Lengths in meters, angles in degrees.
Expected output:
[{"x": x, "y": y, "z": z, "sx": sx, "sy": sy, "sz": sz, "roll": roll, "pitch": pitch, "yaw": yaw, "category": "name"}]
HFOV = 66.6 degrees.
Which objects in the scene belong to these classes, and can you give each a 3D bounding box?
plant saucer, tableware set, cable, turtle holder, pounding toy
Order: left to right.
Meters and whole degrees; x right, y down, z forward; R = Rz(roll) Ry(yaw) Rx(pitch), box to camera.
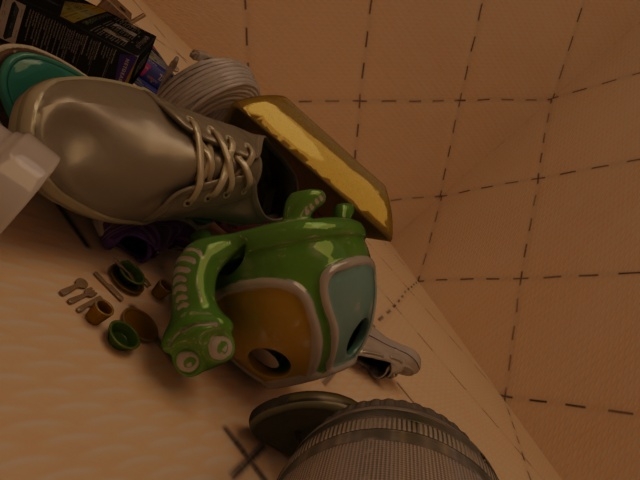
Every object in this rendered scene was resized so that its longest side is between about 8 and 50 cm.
[{"x": -0.525, "y": -0.552, "z": 1.238, "sx": 0.100, "sy": 0.130, "sz": 0.141, "roll": 40, "pitch": 13, "yaw": -35, "category": "pounding toy"}, {"x": -0.214, "y": 0.067, "z": 0.555, "sx": 0.104, "sy": 0.024, "sz": 0.154, "roll": 48, "pitch": 10, "yaw": -3, "category": "tableware set"}, {"x": -0.238, "y": -0.268, "z": 1.018, "sx": 0.089, "sy": 0.257, "sz": 0.257, "roll": 53, "pitch": 36, "yaw": 9, "category": "cable"}, {"x": -0.042, "y": 0.071, "z": 0.642, "sx": 0.320, "sy": 0.243, "sz": 0.228, "roll": 54, "pitch": 22, "yaw": -81, "category": "turtle holder"}, {"x": -0.026, "y": -0.138, "z": 0.911, "sx": 0.332, "sy": 0.081, "sz": 0.332, "roll": 40, "pitch": -8, "yaw": -14, "category": "plant saucer"}]

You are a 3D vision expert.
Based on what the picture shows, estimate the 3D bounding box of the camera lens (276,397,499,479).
[{"x": 0.048, "y": 0.265, "z": 0.353, "sx": 0.219, "sy": 0.219, "sz": 0.274, "roll": 48, "pitch": 11, "yaw": 2, "category": "camera lens"}]

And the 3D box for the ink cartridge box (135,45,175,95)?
[{"x": -0.503, "y": -0.512, "z": 1.381, "sx": 0.311, "sy": 0.065, "sz": 0.185, "roll": 55, "pitch": 14, "yaw": 28, "category": "ink cartridge box"}]

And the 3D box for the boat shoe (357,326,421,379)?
[{"x": 0.134, "y": 0.266, "z": 1.077, "sx": 0.258, "sy": 0.095, "sz": 0.084, "roll": 32, "pitch": 49, "yaw": -34, "category": "boat shoe"}]

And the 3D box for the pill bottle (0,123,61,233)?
[{"x": -0.331, "y": -0.094, "z": 0.321, "sx": 0.264, "sy": 0.153, "sz": 0.153, "roll": 41, "pitch": 13, "yaw": -30, "category": "pill bottle"}]

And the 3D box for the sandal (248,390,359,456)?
[{"x": 0.043, "y": 0.283, "z": 0.571, "sx": 0.303, "sy": 0.120, "sz": 0.086, "roll": 45, "pitch": 25, "yaw": -14, "category": "sandal"}]

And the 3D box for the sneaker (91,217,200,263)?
[{"x": -0.232, "y": 0.001, "z": 0.665, "sx": 0.169, "sy": 0.068, "sz": 0.071, "roll": 12, "pitch": 52, "yaw": -58, "category": "sneaker"}]

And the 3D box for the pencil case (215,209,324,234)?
[{"x": -0.108, "y": -0.038, "z": 0.950, "sx": 0.386, "sy": 0.167, "sz": 0.160, "roll": 43, "pitch": -10, "yaw": -21, "category": "pencil case"}]

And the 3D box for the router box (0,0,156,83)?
[{"x": -0.447, "y": -0.383, "z": 0.896, "sx": 0.242, "sy": 0.081, "sz": 0.309, "roll": 22, "pitch": 21, "yaw": -22, "category": "router box"}]

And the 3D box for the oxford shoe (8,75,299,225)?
[{"x": -0.159, "y": -0.097, "z": 0.624, "sx": 0.449, "sy": 0.129, "sz": 0.169, "roll": 9, "pitch": 81, "yaw": -65, "category": "oxford shoe"}]

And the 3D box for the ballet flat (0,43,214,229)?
[{"x": -0.288, "y": -0.107, "z": 0.657, "sx": 0.139, "sy": 0.139, "sz": 0.400, "roll": 53, "pitch": 8, "yaw": 27, "category": "ballet flat"}]
